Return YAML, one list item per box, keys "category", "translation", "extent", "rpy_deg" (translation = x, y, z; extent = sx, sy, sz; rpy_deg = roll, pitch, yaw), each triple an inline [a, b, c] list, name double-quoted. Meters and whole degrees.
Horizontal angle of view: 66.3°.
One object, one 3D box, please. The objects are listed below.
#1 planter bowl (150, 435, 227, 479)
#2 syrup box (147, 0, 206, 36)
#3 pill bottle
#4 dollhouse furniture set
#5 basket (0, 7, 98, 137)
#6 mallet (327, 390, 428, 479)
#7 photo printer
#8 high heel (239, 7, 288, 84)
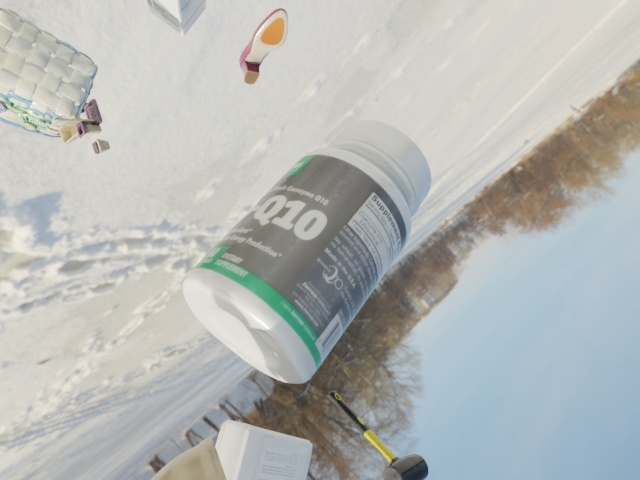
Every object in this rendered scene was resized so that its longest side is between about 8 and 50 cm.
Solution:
- category: "planter bowl"
  translation: [-0.129, 0.290, 0.470]
  extent: [0.109, 0.162, 0.162]
  rpy_deg: [-19, 165, -20]
- category: "syrup box"
  translation: [-0.310, -0.535, 1.044]
  extent: [0.096, 0.093, 0.237]
  rpy_deg: [-55, -167, -5]
- category: "pill bottle"
  translation: [0.000, 0.000, 0.697]
  extent: [0.361, 0.204, 0.204]
  rpy_deg: [-51, 178, -29]
- category: "dollhouse furniture set"
  translation: [-0.426, -0.173, 0.820]
  extent: [0.114, 0.090, 0.081]
  rpy_deg: [-17, -179, 39]
- category: "basket"
  translation: [-0.590, -0.327, 0.973]
  extent: [0.289, 0.255, 0.200]
  rpy_deg: [20, -96, 54]
- category: "mallet"
  translation: [0.068, 0.291, 0.724]
  extent: [0.062, 0.190, 0.039]
  rpy_deg: [-6, 120, -48]
- category: "photo printer"
  translation: [-0.148, 0.578, 1.081]
  extent: [0.107, 0.307, 0.256]
  rpy_deg: [-6, 151, 38]
- category: "high heel"
  translation: [-0.155, -0.544, 1.320]
  extent: [0.082, 0.117, 0.244]
  rpy_deg: [5, 148, -24]
